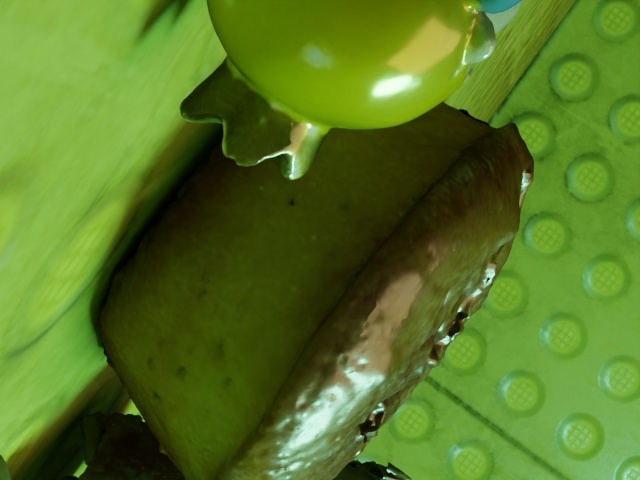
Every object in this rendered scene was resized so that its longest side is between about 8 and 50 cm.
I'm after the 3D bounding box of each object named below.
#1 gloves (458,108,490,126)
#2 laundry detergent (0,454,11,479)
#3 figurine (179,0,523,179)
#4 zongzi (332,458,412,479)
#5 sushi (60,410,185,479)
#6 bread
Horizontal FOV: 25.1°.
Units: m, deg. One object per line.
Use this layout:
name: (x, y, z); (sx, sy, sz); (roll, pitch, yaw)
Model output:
gloves: (0.155, -0.019, 1.836); (0.152, 0.197, 0.301); (-29, 155, -53)
laundry detergent: (-0.188, 0.170, 0.605); (0.181, 0.091, 0.253); (-54, 175, -19)
figurine: (0.041, -0.138, 0.573); (0.185, 0.127, 0.234); (-61, 174, -64)
zongzi: (-0.191, 0.319, 1.646); (0.500, 0.467, 0.218); (3, -93, 59)
sushi: (-0.138, 0.202, 1.020); (0.296, 0.179, 0.166); (-47, 155, -71)
bread: (0.000, 0.028, 0.873); (0.312, 0.172, 0.312); (-50, 172, -9)
